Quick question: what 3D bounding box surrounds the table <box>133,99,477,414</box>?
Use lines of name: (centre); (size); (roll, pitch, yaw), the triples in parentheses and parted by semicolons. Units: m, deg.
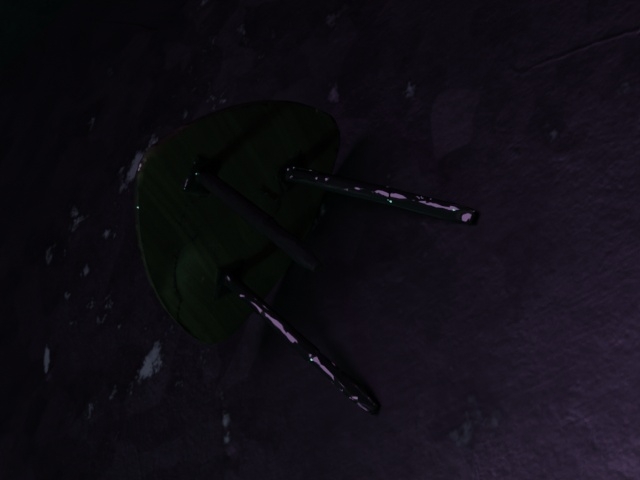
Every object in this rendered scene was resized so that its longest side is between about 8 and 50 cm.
table: (0.000, 0.000, 1.206); (0.249, 0.317, 0.317); (29, 93, 36)
